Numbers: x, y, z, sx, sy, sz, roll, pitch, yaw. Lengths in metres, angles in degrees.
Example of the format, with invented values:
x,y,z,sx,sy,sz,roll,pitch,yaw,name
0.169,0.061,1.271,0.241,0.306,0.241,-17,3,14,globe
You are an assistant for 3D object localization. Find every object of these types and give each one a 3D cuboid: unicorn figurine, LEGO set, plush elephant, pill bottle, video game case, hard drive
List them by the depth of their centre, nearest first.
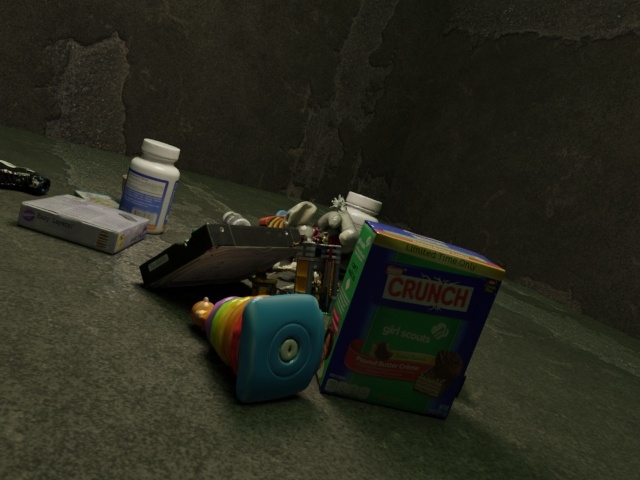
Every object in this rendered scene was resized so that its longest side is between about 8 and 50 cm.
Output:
x,y,z,sx,sy,sz,roll,pitch,yaw,name
-0.223,0.040,1.270,0.236,0.064,0.339,-27,-14,28,hard drive
-0.004,0.077,1.323,0.331,0.192,0.255,7,-3,-34,LEGO set
-0.067,0.097,1.646,0.161,0.060,0.111,18,9,3,unicorn figurine
-0.530,-0.170,1.655,0.152,0.272,0.152,18,9,-3,pill bottle
-0.751,-0.133,1.806,0.119,0.015,0.166,8,14,-45,video game case
0.000,0.000,1.850,0.272,0.255,0.330,68,3,-51,plush elephant
-0.321,-0.061,2.007,0.078,0.078,0.137,12,11,-31,pill bottle
0.126,-0.032,2.027,0.160,0.283,0.160,20,5,-2,pill bottle

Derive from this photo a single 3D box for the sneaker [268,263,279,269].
x,y,z,sx,sy,sz,roll,pitch,yaw,name
-0.186,0.049,1.704,0.084,0.058,0.152,24,14,-21,sneaker

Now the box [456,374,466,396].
x,y,z,sx,sy,sz,roll,pitch,yaw,name
0.205,0.263,1.228,0.232,0.059,0.183,19,11,1,box

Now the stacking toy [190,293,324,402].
x,y,z,sx,sy,sz,roll,pitch,yaw,name
-0.149,0.163,0.969,0.165,0.175,0.301,2,5,-43,stacking toy

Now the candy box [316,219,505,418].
x,y,z,sx,sy,sz,roll,pitch,yaw,name
0.163,0.151,1.010,0.268,0.317,0.122,16,10,-13,candy box

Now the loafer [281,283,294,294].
x,y,z,sx,sy,sz,roll,pitch,yaw,name
-0.075,0.142,1.479,0.045,0.039,0.125,-13,-3,17,loafer

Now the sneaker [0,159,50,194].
x,y,z,sx,sy,sz,roll,pitch,yaw,name
-0.918,-0.189,1.617,0.121,0.079,0.217,19,8,13,sneaker

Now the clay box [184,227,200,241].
x,y,z,sx,sy,sz,roll,pitch,yaw,name
-0.313,-0.006,1.706,0.222,0.053,0.127,10,6,16,clay box

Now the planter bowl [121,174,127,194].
x,y,z,sx,sy,sz,roll,pitch,yaw,name
-0.629,-0.156,1.878,0.162,0.109,0.162,18,9,-3,planter bowl

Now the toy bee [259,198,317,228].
x,y,z,sx,sy,sz,roll,pitch,yaw,name
-0.110,-0.059,2.225,0.298,0.162,0.195,-20,9,-22,toy bee

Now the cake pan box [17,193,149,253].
x,y,z,sx,sy,sz,roll,pitch,yaw,name
-0.632,-0.053,1.432,0.266,0.070,0.246,18,8,-4,cake pan box
